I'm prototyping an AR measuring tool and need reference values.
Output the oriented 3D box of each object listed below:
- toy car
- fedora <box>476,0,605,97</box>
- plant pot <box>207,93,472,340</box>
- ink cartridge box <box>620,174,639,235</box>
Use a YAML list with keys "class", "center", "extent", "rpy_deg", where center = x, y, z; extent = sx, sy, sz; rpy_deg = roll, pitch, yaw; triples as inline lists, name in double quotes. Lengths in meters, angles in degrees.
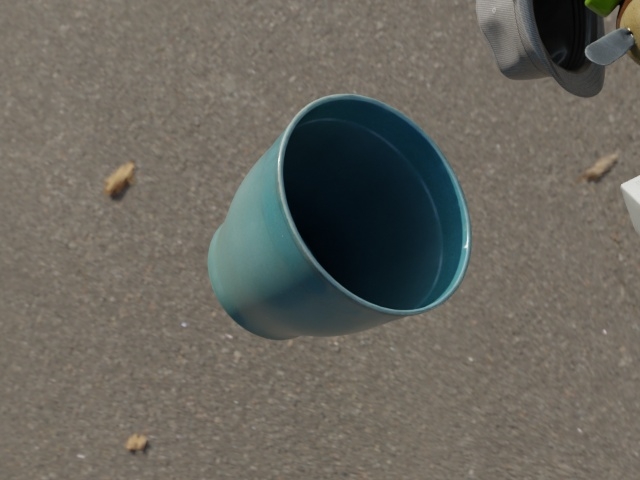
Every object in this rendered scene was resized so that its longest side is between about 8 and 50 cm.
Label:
- class: "toy car"
  center: [0.331, -0.198, 0.984]
  extent: [0.155, 0.149, 0.188]
  rpy_deg: [35, 56, 3]
- class: "fedora"
  center: [0.318, -0.335, 1.500]
  extent: [0.124, 0.244, 0.275]
  rpy_deg: [-9, 88, 43]
- class: "plant pot"
  center: [0.000, 0.000, 1.230]
  extent: [0.255, 0.272, 0.271]
  rpy_deg: [-33, 56, 49]
- class: "ink cartridge box"
  center: [0.376, -0.041, 0.934]
  extent: [0.151, 0.063, 0.109]
  rpy_deg: [-27, 30, 3]
